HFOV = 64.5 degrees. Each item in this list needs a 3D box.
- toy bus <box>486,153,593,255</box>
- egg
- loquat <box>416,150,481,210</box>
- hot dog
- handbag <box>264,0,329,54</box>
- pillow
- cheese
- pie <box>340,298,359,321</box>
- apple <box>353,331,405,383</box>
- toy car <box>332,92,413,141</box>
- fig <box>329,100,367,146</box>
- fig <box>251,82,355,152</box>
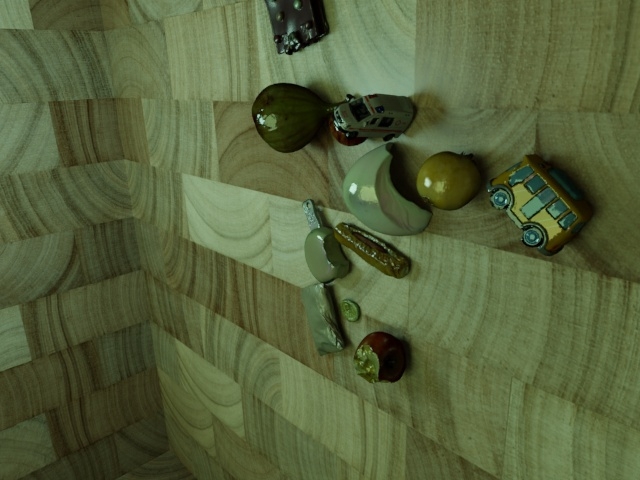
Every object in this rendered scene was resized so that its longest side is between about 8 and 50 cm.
[{"bbox_3d":[0.468,-0.083,1.075,0.209,0.126,0.136,56,129,20],"label":"toy bus"},{"bbox_3d":[0.151,-0.120,1.395,0.206,0.162,0.270,-25,84,49],"label":"egg"},{"bbox_3d":[0.308,-0.143,1.218,0.163,0.163,0.137,-8,134,50],"label":"loquat"},{"bbox_3d":[0.144,0.028,1.534,0.289,0.068,0.083,32,134,36],"label":"hot dog"},{"bbox_3d":[-0.080,-0.681,1.521,0.203,0.074,0.216,-1,103,50],"label":"handbag"},{"bbox_3d":[0.009,0.280,1.785,0.173,0.067,0.270,-17,91,56],"label":"pillow"},{"bbox_3d":[0.000,0.000,1.678,0.163,0.082,0.286,-19,88,50],"label":"cheese"},{"bbox_3d":[0.098,0.234,1.699,0.084,0.021,0.084,21,121,39],"label":"pie"},{"bbox_3d":[0.180,0.359,1.560,0.156,0.147,0.158,46,156,-19],"label":"apple"},{"bbox_3d":[0.135,-0.322,1.301,0.108,0.210,0.089,-48,55,49],"label":"toy car"},{"bbox_3d":[0.092,-0.316,1.434,0.128,0.128,0.150,24,149,42],"label":"fig"},{"bbox_3d":[-0.042,-0.379,1.530,0.321,0.217,0.216,-2,103,27],"label":"fig"}]
